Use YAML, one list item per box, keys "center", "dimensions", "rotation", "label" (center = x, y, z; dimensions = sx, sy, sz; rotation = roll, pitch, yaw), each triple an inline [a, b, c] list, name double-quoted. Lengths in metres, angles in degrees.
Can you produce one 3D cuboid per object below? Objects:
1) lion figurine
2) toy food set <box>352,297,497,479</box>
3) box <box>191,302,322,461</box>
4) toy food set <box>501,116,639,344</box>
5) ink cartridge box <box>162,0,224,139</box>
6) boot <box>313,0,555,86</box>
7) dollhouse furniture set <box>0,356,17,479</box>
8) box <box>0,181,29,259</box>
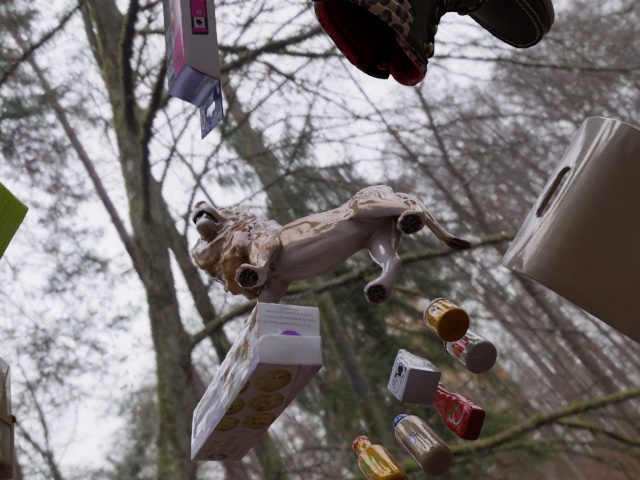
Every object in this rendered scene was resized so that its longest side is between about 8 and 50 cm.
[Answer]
- center: [0.000, 0.000, 1.095]
  dimensions: [0.392, 0.240, 0.142]
  rotation: [-10, -65, 8]
  label: "lion figurine"
- center: [0.117, 0.172, 0.904]
  dimensions: [0.111, 0.104, 0.232]
  rotation: [10, -79, -22]
  label: "toy food set"
- center: [-0.078, 0.164, 0.851]
  dimensions: [0.067, 0.063, 0.324]
  rotation: [8, -32, -18]
  label: "box"
- center: [0.409, 0.017, 0.976]
  dimensions: [0.219, 0.306, 0.092]
  rotation: [-59, 0, -2]
  label: "toy food set"
- center: [-0.219, -0.366, 1.321]
  dimensions: [0.069, 0.370, 0.176]
  rotation: [-6, -3, -20]
  label: "ink cartridge box"
- center: [0.171, -0.341, 1.155]
  dimensions: [0.377, 0.138, 0.284]
  rotation: [37, -118, -26]
  label: "boot"
- center: [-0.488, 0.221, 0.896]
  dimensions: [0.259, 0.135, 0.262]
  rotation: [-8, -22, -10]
  label: "dollhouse furniture set"
- center: [-0.342, -0.027, 0.716]
  dimensions: [0.178, 0.042, 0.109]
  rotation: [74, -144, -65]
  label: "box"
